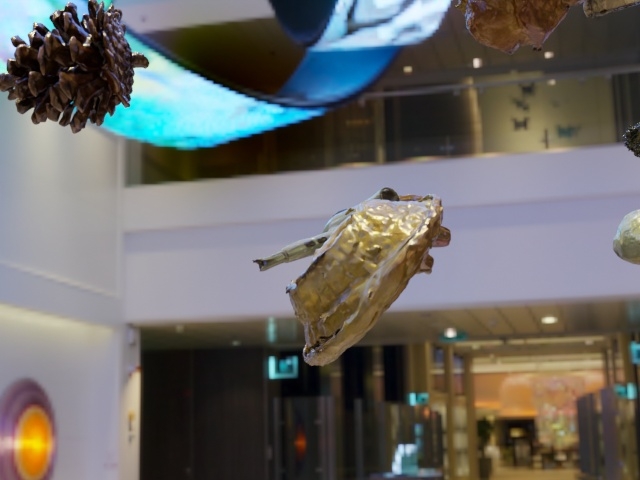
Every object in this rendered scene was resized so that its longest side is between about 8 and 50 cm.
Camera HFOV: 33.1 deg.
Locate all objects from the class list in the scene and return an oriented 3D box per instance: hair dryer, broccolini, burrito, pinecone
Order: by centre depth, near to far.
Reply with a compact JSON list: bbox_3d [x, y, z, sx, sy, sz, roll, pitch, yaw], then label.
[{"bbox_3d":[-0.364,-0.245,1.561,0.212,0.168,0.185,-28,24,13],"label":"pinecone"},{"bbox_3d":[0.593,-0.240,1.868,0.067,0.058,0.216,-34,-27,-45],"label":"broccolini"},{"bbox_3d":[0.031,-0.020,1.987,0.229,0.092,0.267,-37,-12,32],"label":"hair dryer"},{"bbox_3d":[0.569,-0.468,1.990,0.230,0.063,0.058,-22,-14,-28],"label":"burrito"}]

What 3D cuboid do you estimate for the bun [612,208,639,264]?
[{"bbox_3d":[0.678,-0.002,2.108,0.196,0.118,0.195,13,7,-2],"label":"bun"}]

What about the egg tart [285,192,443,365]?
[{"bbox_3d":[0.059,0.040,1.723,0.132,0.345,0.345,40,-17,-3],"label":"egg tart"}]

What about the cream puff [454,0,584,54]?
[{"bbox_3d":[0.328,-0.422,1.766,0.241,0.269,0.155,15,-25,50],"label":"cream puff"}]

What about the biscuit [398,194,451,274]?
[{"bbox_3d":[0.175,-0.009,2.267,0.197,0.049,0.301,10,-27,-4],"label":"biscuit"}]
